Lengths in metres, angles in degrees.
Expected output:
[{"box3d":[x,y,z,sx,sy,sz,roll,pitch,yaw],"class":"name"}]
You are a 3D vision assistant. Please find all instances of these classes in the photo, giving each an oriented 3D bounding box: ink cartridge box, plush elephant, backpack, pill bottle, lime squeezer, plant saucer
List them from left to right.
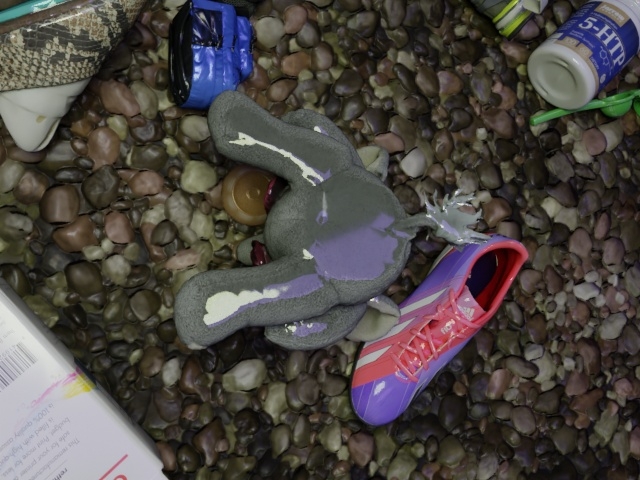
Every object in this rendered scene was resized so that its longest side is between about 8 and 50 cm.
[{"box3d":[-0.320,0.237,0.740,0.207,0.119,0.353,-41,98,-16],"class":"ink cartridge box"},{"box3d":[-0.135,-0.223,0.836,0.101,0.098,0.120,3,85,-21],"class":"backpack"},{"box3d":[-0.088,-0.061,0.885,0.083,0.015,0.084,1,87,-17],"class":"plant saucer"},{"box3d":[0.000,0.000,0.805,0.329,0.255,0.272,2,77,-10],"class":"plush elephant"},{"box3d":[0.409,-0.293,1.008,0.186,0.112,0.112,-43,100,-15],"class":"pill bottle"},{"box3d":[0.476,-0.189,1.064,0.310,0.059,0.110,16,115,-17],"class":"lime squeezer"}]

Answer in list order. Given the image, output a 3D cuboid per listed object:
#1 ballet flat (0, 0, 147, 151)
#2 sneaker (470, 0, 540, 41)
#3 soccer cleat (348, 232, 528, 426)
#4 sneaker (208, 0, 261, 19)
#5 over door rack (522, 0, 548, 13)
[{"box3d":[-0.409,-0.166,0.734,0.482,0.164,0.182,-14,113,-12],"class":"ballet flat"},{"box3d":[0.307,-0.449,0.989,0.121,0.111,0.300,31,76,-10],"class":"sneaker"},{"box3d":[0.155,0.113,0.901,0.108,0.116,0.318,44,75,-11],"class":"soccer cleat"},{"box3d":[-0.076,-0.362,0.878,0.087,0.130,0.227,48,47,-5],"class":"sneaker"},{"box3d":[0.220,-0.491,0.908,0.324,0.108,0.240,32,78,11],"class":"over door rack"}]
